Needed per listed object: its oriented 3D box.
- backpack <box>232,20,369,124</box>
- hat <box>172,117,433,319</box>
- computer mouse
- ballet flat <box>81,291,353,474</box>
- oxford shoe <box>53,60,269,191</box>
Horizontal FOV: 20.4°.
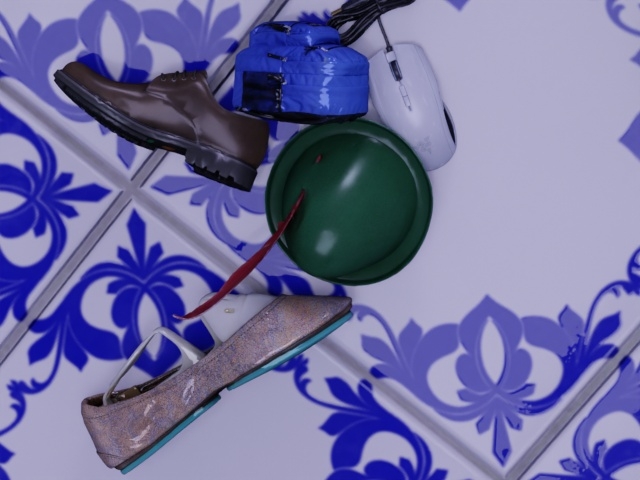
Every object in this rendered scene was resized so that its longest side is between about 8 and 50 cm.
[{"bbox_3d":[-0.014,-0.161,1.728,0.120,0.098,0.101,11,106,28],"label":"backpack"},{"bbox_3d":[0.000,0.000,1.722,0.173,0.183,0.208,29,114,4],"label":"hat"},{"bbox_3d":[0.082,-0.158,1.768,0.106,0.042,0.193,-23,99,8],"label":"computer mouse"},{"bbox_3d":[-0.117,0.119,1.814,0.316,0.107,0.106,-35,90,9],"label":"ballet flat"},{"bbox_3d":[-0.157,-0.135,1.782,0.227,0.083,0.096,24,86,-2],"label":"oxford shoe"}]
